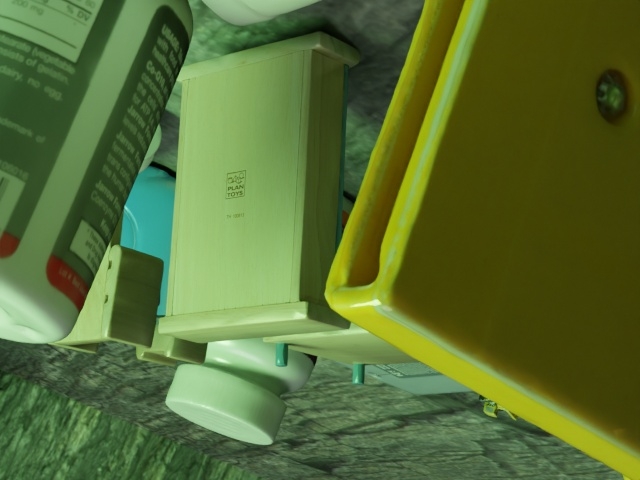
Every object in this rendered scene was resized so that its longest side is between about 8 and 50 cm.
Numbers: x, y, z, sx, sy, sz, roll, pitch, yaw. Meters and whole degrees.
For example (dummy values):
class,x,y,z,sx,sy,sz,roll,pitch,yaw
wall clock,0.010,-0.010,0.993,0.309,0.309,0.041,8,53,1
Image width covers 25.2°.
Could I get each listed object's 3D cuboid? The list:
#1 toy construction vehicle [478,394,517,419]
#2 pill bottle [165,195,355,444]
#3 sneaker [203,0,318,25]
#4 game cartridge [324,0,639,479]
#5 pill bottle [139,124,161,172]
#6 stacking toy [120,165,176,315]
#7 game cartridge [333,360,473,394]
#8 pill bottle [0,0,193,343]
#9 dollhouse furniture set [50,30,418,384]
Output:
class,x,y,z,sx,sy,sz,roll,pitch,yaw
toy construction vehicle,0.224,0.192,1.646,0.098,0.035,0.086,10,159,29
pill bottle,-0.050,0.059,1.260,0.121,0.221,0.121,18,162,6
sneaker,-0.064,-0.213,0.724,0.123,0.106,0.290,-6,158,34
game cartridge,0.173,-0.027,0.682,0.324,0.285,0.053,32,157,-31
pill bottle,-0.182,-0.082,1.246,0.065,0.065,0.116,28,160,-23
stacking toy,-0.203,0.022,1.471,0.175,0.166,0.302,8,172,5
game cartridge,0.030,0.083,1.517,0.297,0.062,0.198,28,164,-22
pill bottle,-0.172,-0.096,0.848,0.161,0.283,0.161,18,162,6
dollhouse furniture set,0.000,0.000,1.119,0.286,0.198,0.303,-8,162,38
